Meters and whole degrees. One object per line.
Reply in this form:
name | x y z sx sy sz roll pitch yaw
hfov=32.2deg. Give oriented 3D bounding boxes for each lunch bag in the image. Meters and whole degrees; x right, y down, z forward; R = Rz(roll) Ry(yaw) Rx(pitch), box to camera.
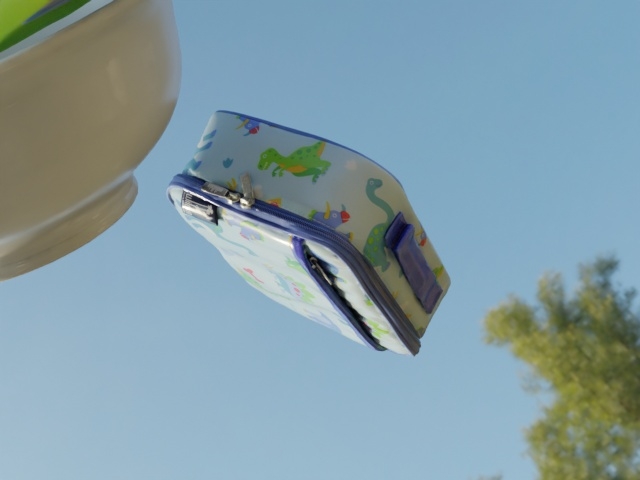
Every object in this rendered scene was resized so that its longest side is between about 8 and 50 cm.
lunch bag | 0.000 0.000 0.830 0.090 0.176 0.219 -61 -29 -15

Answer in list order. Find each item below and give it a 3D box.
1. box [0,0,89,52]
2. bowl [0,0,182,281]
box | -0.124 -0.148 0.569 0.178 0.042 0.109 -18 19 46
bowl | -0.203 -0.063 0.676 0.298 0.298 0.134 -28 -64 -15
